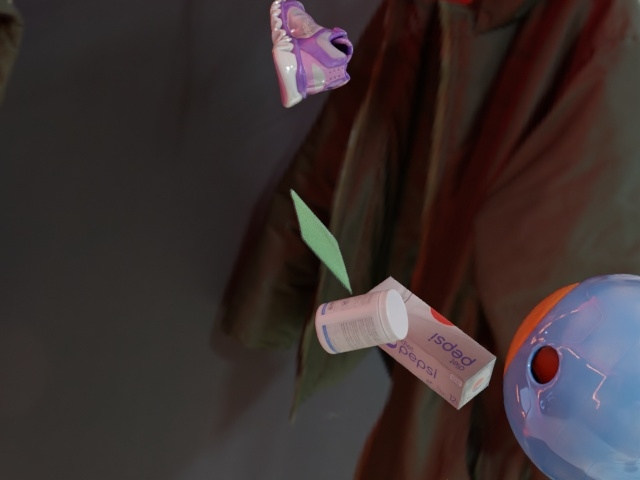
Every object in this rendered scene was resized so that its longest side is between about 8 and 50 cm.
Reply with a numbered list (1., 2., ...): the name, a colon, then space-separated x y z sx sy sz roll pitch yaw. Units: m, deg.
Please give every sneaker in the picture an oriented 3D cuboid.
1. sneaker: -0.011 -0.257 1.476 0.105 0.095 0.236 -12 33 2

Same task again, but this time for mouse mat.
1. mouse mat: 0.000 0.000 1.942 0.152 0.007 0.189 49 12 -29

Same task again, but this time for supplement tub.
1. supplement tub: 0.054 0.107 1.459 0.107 0.071 0.071 -13 1 25

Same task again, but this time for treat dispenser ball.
1. treat dispenser ball: 0.375 0.184 1.392 0.288 0.288 0.288 12 13 -3

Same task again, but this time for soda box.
1. soda box: 0.204 0.199 2.188 0.098 0.091 0.286 -32 55 -32
